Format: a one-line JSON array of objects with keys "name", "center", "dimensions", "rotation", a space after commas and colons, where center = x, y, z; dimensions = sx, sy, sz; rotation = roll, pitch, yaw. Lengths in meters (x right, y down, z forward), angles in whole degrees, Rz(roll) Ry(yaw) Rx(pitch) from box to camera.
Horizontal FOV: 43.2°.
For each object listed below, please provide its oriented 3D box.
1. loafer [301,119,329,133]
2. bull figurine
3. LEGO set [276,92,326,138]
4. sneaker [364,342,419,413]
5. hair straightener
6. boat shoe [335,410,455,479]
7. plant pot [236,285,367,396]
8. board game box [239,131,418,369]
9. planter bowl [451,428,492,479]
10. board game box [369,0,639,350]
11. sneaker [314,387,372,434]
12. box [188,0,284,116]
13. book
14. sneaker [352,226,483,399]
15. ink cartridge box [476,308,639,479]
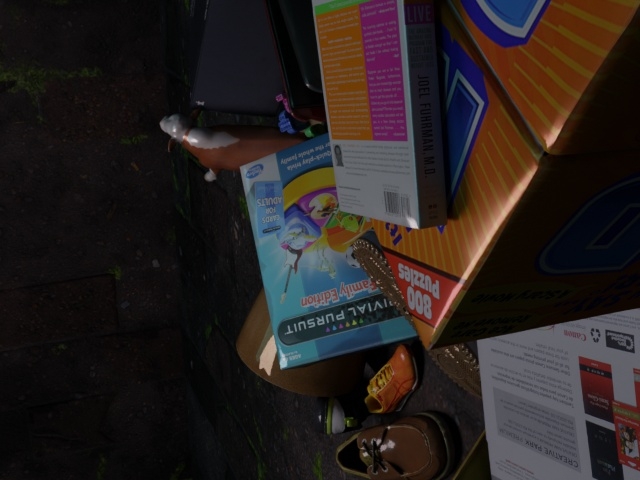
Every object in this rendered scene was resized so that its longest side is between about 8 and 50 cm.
[{"name": "loafer", "center": [-0.015, -0.221, 1.528], "dimensions": [0.148, 0.050, 0.056], "rotation": [-151, 55, -65]}, {"name": "bull figurine", "center": [-0.163, -0.181, 1.613], "dimensions": [0.188, 0.310, 0.101], "rotation": [93, -175, -77]}, {"name": "LEGO set", "center": [-0.042, -0.169, 1.468], "dimensions": [0.087, 0.093, 0.227], "rotation": [-13, 99, 58]}, {"name": "sneaker", "center": [0.116, 0.235, 1.328], "dimensions": [0.175, 0.067, 0.064], "rotation": [104, 152, -42]}, {"name": "hair straightener", "center": [-0.010, -0.200, 0.534], "dimensions": [0.089, 0.047, 0.230], "rotation": [137, 127, -67]}, {"name": "boat shoe", "center": [0.115, 0.351, 1.319], "dimensions": [0.307, 0.104, 0.110], "rotation": [130, 129, -63]}, {"name": "plant pot", "center": [-0.003, 0.100, 1.411], "dimensions": [0.237, 0.237, 0.254], "rotation": [51, 130, 54]}, {"name": "board game box", "center": [0.028, 0.007, 1.252], "dimensions": [0.254, 0.079, 0.336], "rotation": [-18, 77, 26]}, {"name": "planter bowl", "center": [0.216, 0.290, 0.985], "dimensions": [0.090, 0.217, 0.217], "rotation": [33, 139, 16]}, {"name": "board game box", "center": [0.209, -0.197, 0.508], "dimensions": [0.356, 0.356, 0.356], "rotation": [109, 147, -50]}, {"name": "sneaker", "center": [0.055, 0.303, 1.459], "dimensions": [0.235, 0.097, 0.084], "rotation": [-30, -60, -77]}, {"name": "box", "center": [-0.141, -0.461, 1.522], "dimensions": [0.343, 0.179, 0.312], "rotation": [118, 151, -58]}, {"name": "book", "center": [0.034, -0.084, 0.461], "dimensions": [0.096, 0.035, 0.144], "rotation": [-160, 63, -64]}, {"name": "sneaker", "center": [0.184, 0.066, 1.071], "dimensions": [0.282, 0.153, 0.099], "rotation": [51, 155, -3]}, {"name": "ink cartridge box", "center": [0.284, 0.153, 0.762], "dimensions": [0.309, 0.130, 0.272], "rotation": [-172, 75, -69]}]
